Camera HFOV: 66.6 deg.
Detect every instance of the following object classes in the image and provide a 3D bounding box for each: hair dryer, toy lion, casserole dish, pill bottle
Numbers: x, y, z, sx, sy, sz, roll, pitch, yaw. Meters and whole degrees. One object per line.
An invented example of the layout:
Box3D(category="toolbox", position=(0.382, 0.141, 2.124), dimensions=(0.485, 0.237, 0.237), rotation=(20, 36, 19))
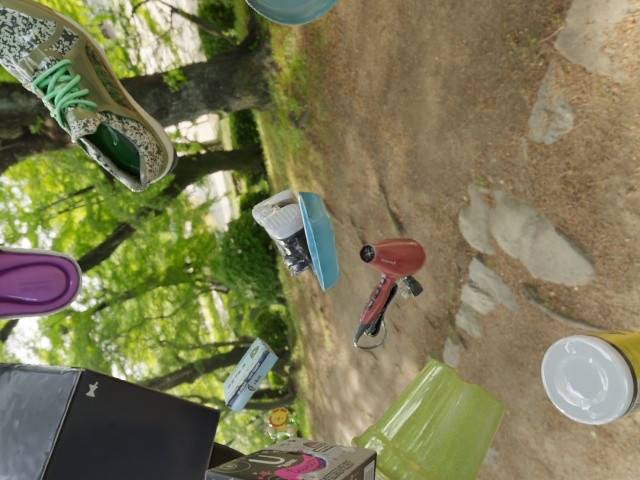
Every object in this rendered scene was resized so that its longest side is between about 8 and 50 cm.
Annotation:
Box3D(category="hair dryer", position=(0.141, 0.097, 0.993), dimensions=(0.080, 0.223, 0.293), rotation=(23, 150, 36))
Box3D(category="toy lion", position=(-0.118, 0.568, 1.523), dimensions=(0.096, 0.100, 0.034), rotation=(-76, -23, -49))
Box3D(category="casserole dish", position=(0.000, 0.000, 0.794), dimensions=(0.188, 0.037, 0.114), rotation=(79, 173, -47))
Box3D(category="pill bottle", position=(0.430, 0.190, 0.706), dimensions=(0.119, 0.209, 0.119), rotation=(-7, 82, 54))

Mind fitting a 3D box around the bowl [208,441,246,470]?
Box3D(category="bowl", position=(-0.237, 0.530, 0.994), dimensions=(0.391, 0.391, 0.077), rotation=(25, 93, 61))

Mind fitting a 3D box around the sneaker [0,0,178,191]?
Box3D(category="sneaker", position=(-0.418, -0.244, 0.861), dimensions=(0.410, 0.158, 0.182), rotation=(47, -172, -29))

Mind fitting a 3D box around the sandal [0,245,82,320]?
Box3D(category="sandal", position=(-0.558, 0.078, 0.763), dimensions=(0.102, 0.416, 0.169), rotation=(0, 98, 30))

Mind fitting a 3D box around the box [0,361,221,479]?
Box3D(category="box", position=(-0.360, 0.294, 0.698), dimensions=(0.296, 0.294, 0.182), rotation=(48, -136, -52))

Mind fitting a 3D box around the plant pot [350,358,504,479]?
Box3D(category="plant pot", position=(0.249, 0.404, 1.034), dimensions=(0.276, 0.253, 0.276), rotation=(34, 174, 4))

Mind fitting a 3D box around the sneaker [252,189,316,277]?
Box3D(category="sneaker", position=(-0.064, -0.011, 1.034), dimensions=(0.153, 0.101, 0.268), rotation=(63, 176, -20))

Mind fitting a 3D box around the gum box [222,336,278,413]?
Box3D(category="gum box", position=(-0.179, 0.330, 1.218), dimensions=(0.041, 0.157, 0.184), rotation=(38, 170, -9))

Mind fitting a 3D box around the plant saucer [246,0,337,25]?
Box3D(category="plant saucer", position=(-0.056, -0.574, 0.905), dimensions=(0.044, 0.318, 0.317), rotation=(35, 144, 42))

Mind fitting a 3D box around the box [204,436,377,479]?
Box3D(category="box", position=(-0.030, 0.348, 0.600), dimensions=(0.247, 0.142, 0.163), rotation=(33, -120, -67))
